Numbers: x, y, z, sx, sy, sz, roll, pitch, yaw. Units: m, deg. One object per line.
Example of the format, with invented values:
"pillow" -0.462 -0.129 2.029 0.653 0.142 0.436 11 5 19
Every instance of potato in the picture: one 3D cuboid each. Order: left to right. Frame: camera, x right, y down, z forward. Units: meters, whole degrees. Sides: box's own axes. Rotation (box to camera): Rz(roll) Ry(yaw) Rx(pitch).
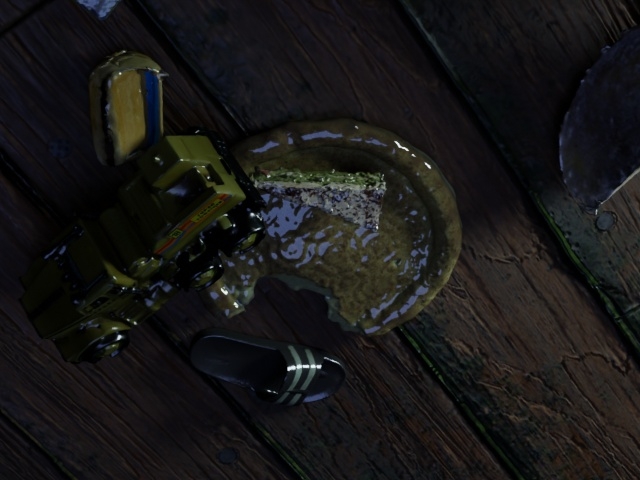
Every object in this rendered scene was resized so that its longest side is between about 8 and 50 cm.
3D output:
"potato" 0.339 -0.156 1.264 0.120 0.100 0.261 51 122 9

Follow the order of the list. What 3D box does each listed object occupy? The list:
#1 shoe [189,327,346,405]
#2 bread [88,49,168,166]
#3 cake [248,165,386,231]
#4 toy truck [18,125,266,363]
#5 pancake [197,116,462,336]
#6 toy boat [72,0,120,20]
"shoe" -0.056 0.147 1.373 0.179 0.049 0.071 17 116 -19
"bread" -0.185 -0.126 1.195 0.072 0.053 0.105 -16 127 -28
"cake" 0.000 -0.055 1.230 0.140 0.051 0.055 18 114 -20
"toy truck" -0.182 0.007 1.197 0.257 0.127 0.127 -40 162 20
"pancake" 0.000 0.000 1.309 0.286 0.033 0.288 -35 119 10
"toy boat" -0.187 -0.257 1.138 0.063 0.016 0.115 36 107 -25
